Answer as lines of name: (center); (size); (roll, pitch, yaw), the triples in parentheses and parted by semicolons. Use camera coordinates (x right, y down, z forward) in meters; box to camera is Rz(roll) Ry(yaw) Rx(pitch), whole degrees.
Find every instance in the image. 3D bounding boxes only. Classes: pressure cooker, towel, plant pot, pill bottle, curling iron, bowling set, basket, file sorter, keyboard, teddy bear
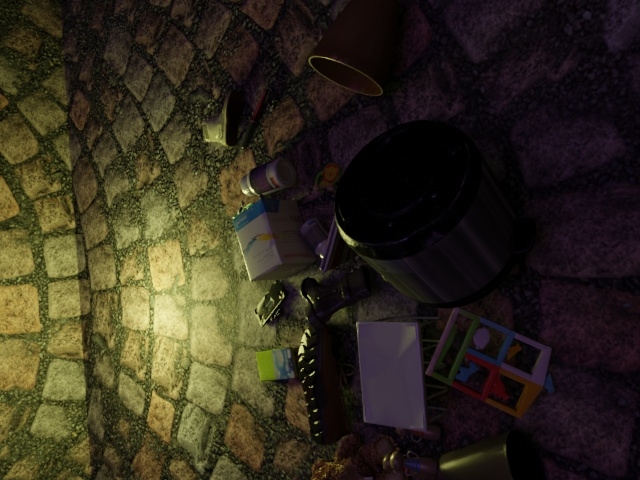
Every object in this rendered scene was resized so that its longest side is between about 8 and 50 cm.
pressure cooker: (0.275, -0.037, 1.331); (0.375, 0.420, 0.370); (-42, 42, 9)
towel: (0.084, -0.046, 1.541); (0.037, 0.329, 0.237); (18, 103, 17)
plant pot: (0.125, -0.589, 1.581); (0.237, 0.237, 0.254); (27, 93, 37)
pill bottle: (0.000, 0.000, 1.767); (0.078, 0.078, 0.137); (-52, 59, 28)
curling iron: (-0.232, -0.443, 1.990); (0.068, 0.035, 0.274); (52, 121, 28)
bowling set: (0.234, 0.631, 1.464); (0.154, 0.200, 0.286); (5, 85, 14)
basket: (0.422, 0.587, 1.367); (0.227, 0.154, 0.204); (-28, 89, 41)
file sorter: (0.237, 0.354, 1.505); (0.193, 0.173, 0.277); (-6, 87, 40)
pill bottle: (-0.188, -0.215, 1.907); (0.194, 0.108, 0.108); (-14, 82, 39)
keyboard: (-0.172, 0.237, 1.956); (0.180, 0.023, 0.108); (-54, 52, 28)
teddy bear: (0.122, 0.719, 1.667); (0.245, 0.113, 0.338); (48, 112, 21)

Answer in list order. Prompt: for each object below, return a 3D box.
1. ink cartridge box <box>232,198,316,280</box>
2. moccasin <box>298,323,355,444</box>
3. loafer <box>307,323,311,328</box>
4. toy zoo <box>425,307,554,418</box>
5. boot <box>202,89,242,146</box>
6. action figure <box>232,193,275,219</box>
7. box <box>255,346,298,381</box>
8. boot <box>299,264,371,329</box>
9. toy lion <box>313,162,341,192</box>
ink cartridge box: (-0.158, 0.001, 1.842); (0.168, 0.171, 0.232); (-31, 70, 37)
moccasin: (0.026, 0.445, 1.723); (0.139, 0.147, 0.379); (-17, 83, 54)
loafer: (-0.019, 0.358, 1.800); (0.061, 0.062, 0.170); (14, 101, 35)
toy zoo: (0.434, 0.307, 1.349); (0.293, 0.030, 0.192); (24, 92, 12)
boot: (-0.382, -0.476, 2.094); (0.165, 0.077, 0.213); (18, 105, 41)
action figure: (-0.250, -0.109, 1.966); (0.232, 0.137, 0.063); (-24, 70, 48)
box: (-0.149, 0.437, 1.922); (0.178, 0.042, 0.109); (-17, 80, 39)
boot: (0.057, 0.151, 1.703); (0.229, 0.091, 0.263); (-36, 29, 11)
toy lion: (0.025, -0.206, 1.778); (0.100, 0.034, 0.096); (3, 85, 41)
